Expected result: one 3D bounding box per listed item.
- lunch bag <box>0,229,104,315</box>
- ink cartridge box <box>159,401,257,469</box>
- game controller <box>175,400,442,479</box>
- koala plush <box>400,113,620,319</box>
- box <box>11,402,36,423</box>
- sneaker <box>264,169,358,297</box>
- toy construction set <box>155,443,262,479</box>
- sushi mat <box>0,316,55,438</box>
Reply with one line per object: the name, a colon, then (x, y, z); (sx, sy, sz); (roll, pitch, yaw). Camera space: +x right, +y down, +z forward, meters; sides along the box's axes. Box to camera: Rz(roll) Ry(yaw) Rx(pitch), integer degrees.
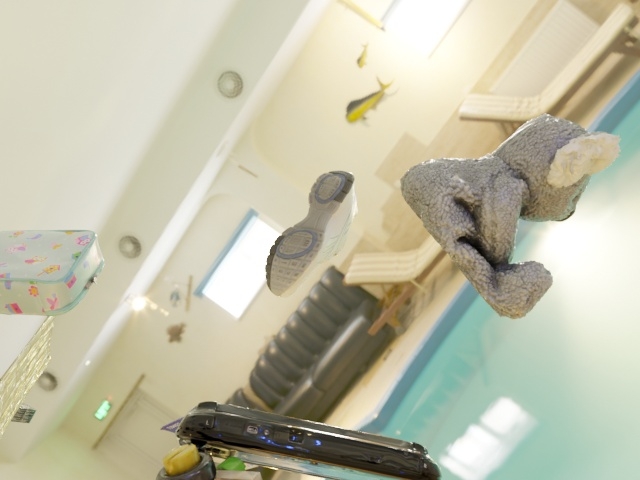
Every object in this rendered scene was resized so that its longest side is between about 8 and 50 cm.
lunch bag: (-0.629, 0.062, 1.270); (0.224, 0.278, 0.108); (-80, -9, -59)
ink cartridge box: (-0.181, 0.405, 1.167); (0.223, 0.223, 0.045); (-33, 40, 40)
game controller: (-0.019, 0.268, 0.711); (0.166, 0.318, 0.067); (111, 171, -53)
koala plush: (0.234, -0.063, 0.693); (0.221, 0.203, 0.196); (-40, 14, 13)
box: (-0.850, 0.399, 1.450); (0.191, 0.184, 0.045); (58, -129, -64)
sneaker: (0.000, 0.000, 1.168); (0.297, 0.111, 0.129); (-55, -39, -21)
toy construction set: (-0.154, 0.349, 0.554); (0.309, 0.257, 0.237); (-42, -3, 29)
sushi mat: (-0.639, 0.288, 1.247); (0.316, 0.019, 0.152); (-103, 25, -69)
